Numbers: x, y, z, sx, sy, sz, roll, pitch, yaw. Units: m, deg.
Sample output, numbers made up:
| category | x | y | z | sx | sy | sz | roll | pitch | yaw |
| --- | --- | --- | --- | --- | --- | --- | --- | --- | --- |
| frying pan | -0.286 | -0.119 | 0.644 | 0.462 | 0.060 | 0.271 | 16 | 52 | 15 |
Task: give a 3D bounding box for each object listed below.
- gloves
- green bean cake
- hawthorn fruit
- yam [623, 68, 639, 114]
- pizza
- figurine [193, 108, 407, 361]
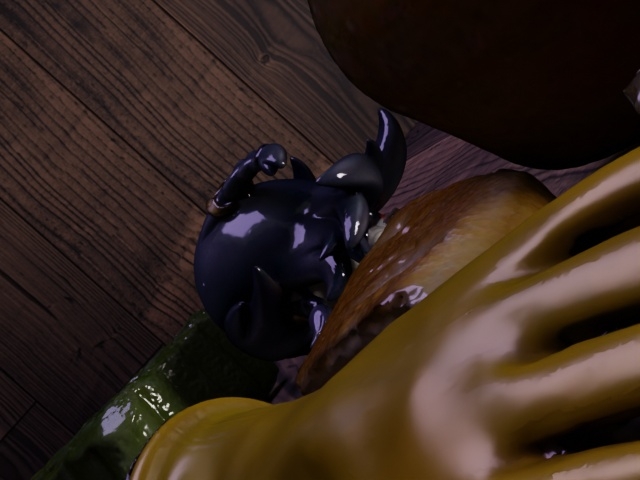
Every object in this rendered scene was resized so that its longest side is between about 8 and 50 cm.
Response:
| category | x | y | z | sx | sy | sz | roll | pitch | yaw |
| --- | --- | --- | --- | --- | --- | --- | --- | --- | --- |
| gloves | 0.062 | 0.059 | 0.492 | 0.294 | 0.116 | 0.133 | -34 | 40 | 41 |
| green bean cake | -0.171 | 0.200 | 1.506 | 0.222 | 0.125 | 0.248 | -45 | 4 | 36 |
| hawthorn fruit | 0.141 | -0.192 | 0.839 | 0.301 | 0.268 | 0.268 | -30 | 16 | 49 |
| yam | 0.233 | -0.136 | 0.681 | 0.253 | 0.061 | 0.061 | -48 | 3 | 18 |
| pizza | 0.060 | 0.032 | 0.860 | 0.182 | 0.074 | 0.365 | -46 | 4 | 3 |
| figurine | -0.004 | 0.002 | 1.384 | 0.175 | 0.197 | 0.265 | -11 | -33 | -51 |
